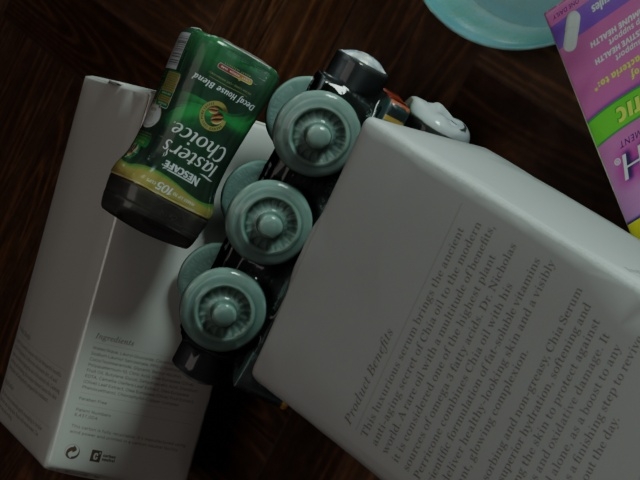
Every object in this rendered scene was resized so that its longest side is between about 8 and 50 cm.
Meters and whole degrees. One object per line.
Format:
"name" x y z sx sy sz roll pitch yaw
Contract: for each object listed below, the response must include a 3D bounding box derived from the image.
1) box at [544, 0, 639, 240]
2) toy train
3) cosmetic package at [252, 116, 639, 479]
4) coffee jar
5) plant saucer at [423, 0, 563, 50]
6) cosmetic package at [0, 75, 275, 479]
"box" 0.320 -0.121 1.353 0.213 0.117 0.243 -33 62 33
"toy train" 0.000 0.000 1.579 0.334 0.190 0.142 -61 12 8
"cosmetic package" 0.181 0.114 1.254 0.453 0.161 0.230 36 108 38
"coffee jar" -0.118 -0.089 1.568 0.184 0.096 0.079 -64 27 -2
"plant saucer" 0.204 -0.318 1.545 0.318 0.044 0.317 -8 77 40
"cosmetic package" -0.183 0.036 1.715 0.197 0.155 0.365 26 99 63
